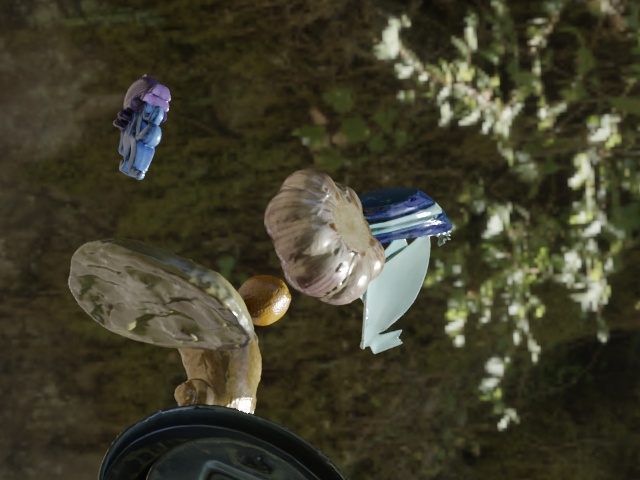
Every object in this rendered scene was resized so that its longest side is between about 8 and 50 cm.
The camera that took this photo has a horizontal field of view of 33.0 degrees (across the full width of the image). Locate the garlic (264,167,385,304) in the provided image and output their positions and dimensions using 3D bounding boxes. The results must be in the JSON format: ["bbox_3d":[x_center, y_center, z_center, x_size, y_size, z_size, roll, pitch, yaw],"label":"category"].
[{"bbox_3d":[0.000,0.000,1.235,0.159,0.102,0.147,46,39,-26],"label":"garlic"}]

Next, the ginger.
[{"bbox_3d":[-0.223,0.267,2.210,0.221,0.130,0.275,-32,92,-41],"label":"ginger"}]

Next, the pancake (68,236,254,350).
[{"bbox_3d":[-0.233,0.087,1.584,0.294,0.294,0.049,76,30,-54],"label":"pancake"}]

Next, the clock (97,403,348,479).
[{"bbox_3d":[-0.094,0.312,1.166,0.319,0.319,0.066,-80,-166,-58],"label":"clock"}]

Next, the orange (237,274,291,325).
[{"bbox_3d":[-0.087,0.091,1.655,0.085,0.085,0.085,-3,90,-82],"label":"orange"}]

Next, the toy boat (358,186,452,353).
[{"bbox_3d":[0.103,0.062,1.672,0.067,0.220,0.291,-134,-143,-54],"label":"toy boat"}]

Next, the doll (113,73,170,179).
[{"bbox_3d":[-0.251,-0.159,1.509,0.067,0.110,0.206,27,44,-31],"label":"doll"}]
